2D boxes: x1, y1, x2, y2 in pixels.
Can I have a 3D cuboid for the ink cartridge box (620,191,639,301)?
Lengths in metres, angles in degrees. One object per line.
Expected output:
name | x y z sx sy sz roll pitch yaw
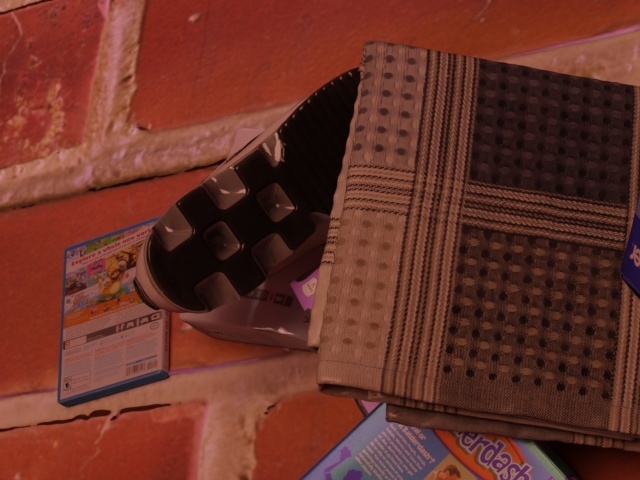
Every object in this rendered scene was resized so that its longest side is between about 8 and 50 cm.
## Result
ink cartridge box | 0.367 -0.062 1.296 0.151 0.270 0.396 -124 39 -59

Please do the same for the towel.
towel | 0.159 0.007 1.521 0.312 0.056 0.324 10 60 0

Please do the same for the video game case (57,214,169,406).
video game case | -0.192 0.066 1.853 0.119 0.015 0.166 -18 56 26

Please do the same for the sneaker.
sneaker | -0.022 -0.045 1.669 0.330 0.146 0.122 -29 90 -19

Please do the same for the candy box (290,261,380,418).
candy box | 0.100 0.051 1.602 0.196 0.070 0.165 -36 65 13

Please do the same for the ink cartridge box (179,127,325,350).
ink cartridge box | 0.000 0.000 1.723 0.232 0.066 0.189 3 70 42

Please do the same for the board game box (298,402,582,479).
board game box | 0.078 0.205 1.522 0.210 0.047 0.160 -44 75 11
